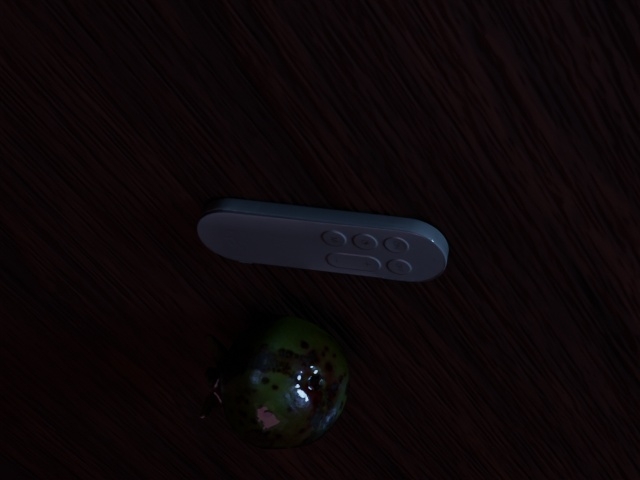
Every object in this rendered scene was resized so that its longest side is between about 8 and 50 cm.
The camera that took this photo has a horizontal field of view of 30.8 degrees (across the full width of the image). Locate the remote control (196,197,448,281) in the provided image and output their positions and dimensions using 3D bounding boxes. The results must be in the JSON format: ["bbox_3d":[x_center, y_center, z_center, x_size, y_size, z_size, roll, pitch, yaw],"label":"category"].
[{"bbox_3d":[0.000,0.000,1.105,0.245,0.022,0.077,6,140,14],"label":"remote control"}]

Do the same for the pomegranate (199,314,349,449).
[{"bbox_3d":[-0.056,0.150,1.224,0.169,0.148,0.148,-8,136,28],"label":"pomegranate"}]
